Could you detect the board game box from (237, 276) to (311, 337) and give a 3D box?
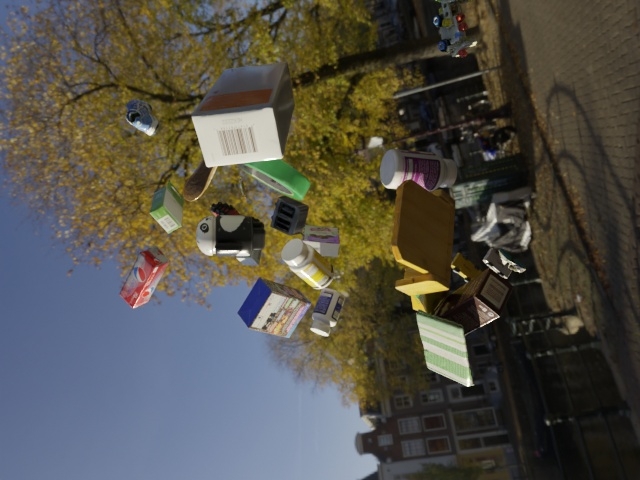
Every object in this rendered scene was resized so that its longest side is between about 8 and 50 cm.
[{"bbox_3d":[-0.237,0.351,2.488,0.291,0.232,0.141,26,-170,-44],"label":"board game box"}]

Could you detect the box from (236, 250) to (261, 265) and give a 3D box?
[{"bbox_3d":[-0.354,0.062,2.389,0.102,0.087,0.101,58,-144,-61],"label":"box"}]

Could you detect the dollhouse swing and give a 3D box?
[{"bbox_3d":[0.312,-0.012,1.748,0.315,0.305,0.346,-23,54,59],"label":"dollhouse swing"}]

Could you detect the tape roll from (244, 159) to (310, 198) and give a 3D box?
[{"bbox_3d":[-0.195,-0.274,1.937,0.077,0.321,0.321,-62,-19,-4],"label":"tape roll"}]

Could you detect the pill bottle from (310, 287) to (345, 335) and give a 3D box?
[{"bbox_3d":[0.027,0.314,2.091,0.186,0.112,0.112,-67,-27,-22],"label":"pill bottle"}]

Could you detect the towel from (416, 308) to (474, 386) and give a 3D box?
[{"bbox_3d":[0.531,0.460,2.046,0.038,0.248,0.324,-32,-62,-30],"label":"towel"}]

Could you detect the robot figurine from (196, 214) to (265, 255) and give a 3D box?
[{"bbox_3d":[-0.370,-0.022,1.976,0.209,0.278,0.173,137,132,-74],"label":"robot figurine"}]

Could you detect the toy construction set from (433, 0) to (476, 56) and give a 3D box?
[{"bbox_3d":[0.512,-0.813,1.763,0.215,0.151,0.327,167,107,-64],"label":"toy construction set"}]

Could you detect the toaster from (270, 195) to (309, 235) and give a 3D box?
[{"bbox_3d":[-0.157,-0.122,2.476,0.110,0.186,0.168,-21,-47,-62],"label":"toaster"}]

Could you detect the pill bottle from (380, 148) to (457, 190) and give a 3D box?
[{"bbox_3d":[0.423,-0.297,2.055,0.169,0.302,0.169,-178,90,-73],"label":"pill bottle"}]

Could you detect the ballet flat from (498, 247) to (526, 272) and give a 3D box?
[{"bbox_3d":[0.654,0.074,1.654,0.114,0.041,0.041,37,-167,4],"label":"ballet flat"}]

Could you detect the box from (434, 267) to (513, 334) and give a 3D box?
[{"bbox_3d":[0.635,0.293,2.075,0.191,0.143,0.381,-48,-6,-37],"label":"box"}]

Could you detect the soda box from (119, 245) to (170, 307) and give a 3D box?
[{"bbox_3d":[-0.696,0.147,1.889,0.092,0.263,0.083,43,-149,10],"label":"soda box"}]

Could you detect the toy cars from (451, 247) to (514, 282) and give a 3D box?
[{"bbox_3d":[0.836,0.129,2.515,0.087,0.394,0.176,-163,68,-68],"label":"toy cars"}]

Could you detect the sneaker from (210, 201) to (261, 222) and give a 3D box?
[{"bbox_3d":[-0.416,-0.084,2.315,0.097,0.276,0.135,-54,-13,-44],"label":"sneaker"}]

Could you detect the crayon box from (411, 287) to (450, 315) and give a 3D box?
[{"bbox_3d":[0.481,0.184,2.109,0.202,0.081,0.318,-44,-44,-29],"label":"crayon box"}]

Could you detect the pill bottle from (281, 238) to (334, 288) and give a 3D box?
[{"bbox_3d":[-0.048,0.088,1.824,0.208,0.119,0.119,44,-148,-40],"label":"pill bottle"}]

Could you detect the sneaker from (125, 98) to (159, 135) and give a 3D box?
[{"bbox_3d":[-0.631,-0.441,1.658,0.081,0.080,0.211,19,-161,-50],"label":"sneaker"}]

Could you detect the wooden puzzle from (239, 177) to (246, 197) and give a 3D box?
[{"bbox_3d":[-0.296,-0.200,1.822,0.049,0.006,0.083,-91,-10,-74],"label":"wooden puzzle"}]

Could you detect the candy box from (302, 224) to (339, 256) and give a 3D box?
[{"bbox_3d":[0.000,0.000,2.150,0.196,0.165,0.070,-90,5,-68],"label":"candy box"}]

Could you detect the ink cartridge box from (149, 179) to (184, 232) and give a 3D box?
[{"bbox_3d":[-0.577,-0.132,1.813,0.109,0.062,0.209,57,-171,-35],"label":"ink cartridge box"}]

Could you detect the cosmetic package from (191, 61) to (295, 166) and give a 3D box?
[{"bbox_3d":[-0.216,-0.404,1.478,0.453,0.230,0.161,-88,-9,-56],"label":"cosmetic package"}]

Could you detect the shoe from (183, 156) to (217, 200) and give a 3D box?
[{"bbox_3d":[-0.433,-0.237,1.769,0.076,0.219,0.058,38,-161,0],"label":"shoe"}]
